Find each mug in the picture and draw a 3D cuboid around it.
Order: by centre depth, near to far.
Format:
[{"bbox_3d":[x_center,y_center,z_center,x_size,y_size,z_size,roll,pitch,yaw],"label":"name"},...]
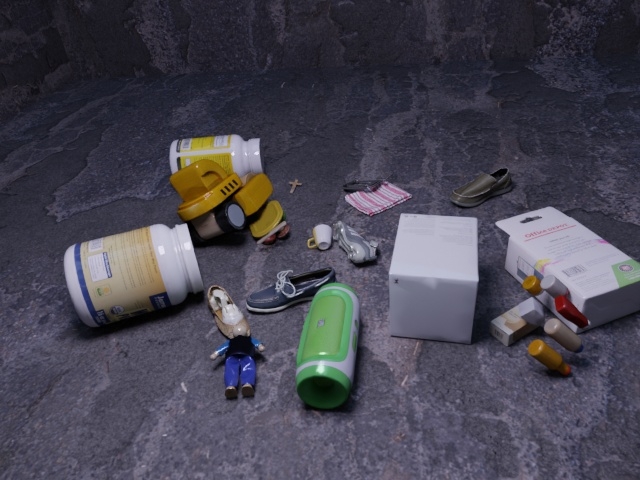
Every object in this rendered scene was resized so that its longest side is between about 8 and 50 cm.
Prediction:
[{"bbox_3d":[0.004,0.000,1.614,0.062,0.078,0.064,19,38,-21],"label":"mug"}]

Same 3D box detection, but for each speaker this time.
[{"bbox_3d":[0.022,0.231,1.199,0.131,0.131,0.297,0,35,9],"label":"speaker"}]

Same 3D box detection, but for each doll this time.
[{"bbox_3d":[-0.194,0.273,1.221,0.129,0.046,0.189,-6,42,-1],"label":"doll"}]

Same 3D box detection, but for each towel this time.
[{"bbox_3d":[0.202,-0.152,1.818,0.197,0.029,0.144,-25,39,-25],"label":"towel"}]

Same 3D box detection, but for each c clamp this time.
[{"bbox_3d":[0.165,-0.209,1.886,0.160,0.022,0.137,1,27,34],"label":"c clamp"}]

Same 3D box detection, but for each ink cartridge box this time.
[{"bbox_3d":[0.632,0.060,1.358,0.207,0.119,0.353,-15,36,-13],"label":"ink cartridge box"}]

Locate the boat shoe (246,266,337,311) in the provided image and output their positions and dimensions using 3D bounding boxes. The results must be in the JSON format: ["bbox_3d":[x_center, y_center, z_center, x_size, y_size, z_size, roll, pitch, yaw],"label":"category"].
[{"bbox_3d":[-0.079,0.128,1.405,0.254,0.079,0.095,-10,35,-6],"label":"boat shoe"}]

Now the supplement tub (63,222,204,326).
[{"bbox_3d":[-0.490,0.085,1.401,0.316,0.228,0.228,-15,35,-13],"label":"supplement tub"}]

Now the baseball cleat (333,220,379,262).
[{"bbox_3d":[0.111,0.007,1.580,0.109,0.072,0.206,1,33,-19],"label":"baseball cleat"}]

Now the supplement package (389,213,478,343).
[{"bbox_3d":[0.284,0.087,1.303,0.199,0.198,0.263,4,35,13],"label":"supplement package"}]

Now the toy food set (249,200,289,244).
[{"bbox_3d":[-0.155,-0.044,1.688,0.128,0.071,0.218,-40,30,7],"label":"toy food set"}]

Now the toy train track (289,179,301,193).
[{"bbox_3d":[-0.098,-0.198,1.947,0.048,0.014,0.083,9,42,9],"label":"toy train track"}]

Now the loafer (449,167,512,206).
[{"bbox_3d":[0.542,-0.188,1.763,0.251,0.087,0.094,-22,37,-22],"label":"loafer"}]

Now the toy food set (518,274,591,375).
[{"bbox_3d":[0.531,0.178,1.178,0.104,0.111,0.232,37,37,-16],"label":"toy food set"}]

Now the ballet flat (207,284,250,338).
[{"bbox_3d":[-0.248,0.184,1.360,0.073,0.067,0.206,-23,38,-27],"label":"ballet flat"}]

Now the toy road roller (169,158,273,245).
[{"bbox_3d":[-0.330,-0.159,1.680,0.202,0.241,0.329,-18,21,31],"label":"toy road roller"}]

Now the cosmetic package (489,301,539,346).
[{"bbox_3d":[0.467,0.199,1.249,0.115,0.041,0.060,-24,39,-25],"label":"cosmetic package"}]

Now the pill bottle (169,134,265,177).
[{"bbox_3d":[-0.387,-0.304,1.991,0.333,0.188,0.188,-5,34,1],"label":"pill bottle"}]
